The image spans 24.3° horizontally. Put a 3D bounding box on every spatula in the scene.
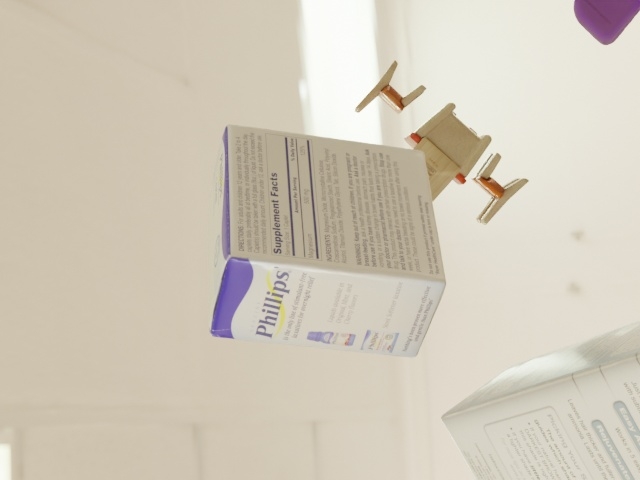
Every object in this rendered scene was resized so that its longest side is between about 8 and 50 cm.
[{"bbox_3d":[0.363,-0.349,1.580,0.084,0.030,0.296,33,-95,-36],"label":"spatula"}]

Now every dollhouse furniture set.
[{"bbox_3d":[0.160,-0.123,2.145,0.262,0.135,0.259,42,-178,-2],"label":"dollhouse furniture set"}]

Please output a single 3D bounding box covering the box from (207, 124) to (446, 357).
[{"bbox_3d":[0.000,0.000,0.945,0.126,0.137,0.072,-95,16,-47],"label":"box"}]

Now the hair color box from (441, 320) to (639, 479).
[{"bbox_3d":[0.288,0.179,1.334,0.113,0.374,0.185,-30,-90,-33],"label":"hair color box"}]
